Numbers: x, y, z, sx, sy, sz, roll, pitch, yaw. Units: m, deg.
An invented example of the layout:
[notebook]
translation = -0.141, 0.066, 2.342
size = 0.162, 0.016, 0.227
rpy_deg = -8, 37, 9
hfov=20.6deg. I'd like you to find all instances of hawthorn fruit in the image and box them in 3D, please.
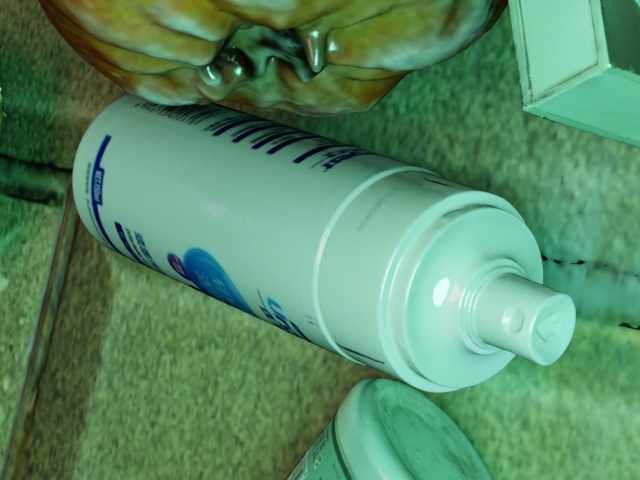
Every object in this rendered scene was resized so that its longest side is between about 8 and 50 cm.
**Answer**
[hawthorn fruit]
translation = -0.022, -0.194, 0.780
size = 0.242, 0.242, 0.272
rpy_deg = -22, 60, 44

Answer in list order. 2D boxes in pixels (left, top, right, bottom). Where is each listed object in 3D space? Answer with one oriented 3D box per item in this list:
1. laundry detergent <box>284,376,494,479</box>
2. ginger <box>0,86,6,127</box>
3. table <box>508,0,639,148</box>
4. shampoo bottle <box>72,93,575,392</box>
[laundry detergent]
translation = -0.012, 0.170, 0.775
size = 0.226, 0.070, 0.099
rpy_deg = -54, 51, 24
[ginger]
translation = -0.250, -0.068, 1.087
size = 0.216, 0.102, 0.157
rpy_deg = -160, 81, -66
[table]
translation = 0.139, -0.162, 0.653
size = 0.111, 0.121, 0.240
rpy_deg = -27, 61, 43
[shampoo bottle]
translation = 0.000, 0.000, 0.795
size = 0.303, 0.092, 0.092
rpy_deg = 22, 97, 49
